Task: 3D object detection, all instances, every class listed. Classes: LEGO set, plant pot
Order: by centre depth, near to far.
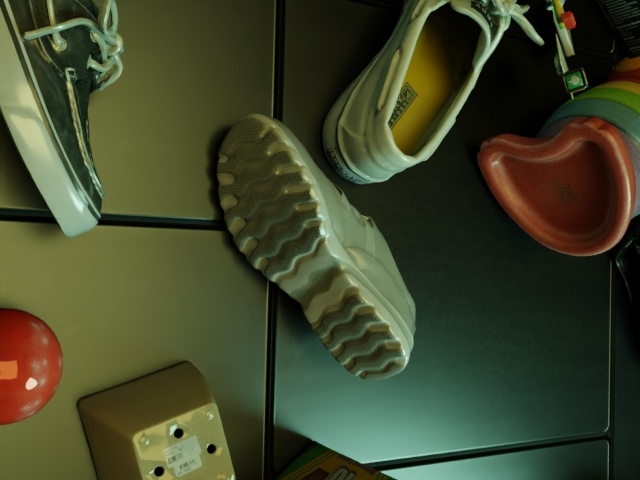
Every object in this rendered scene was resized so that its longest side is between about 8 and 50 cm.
[{"bbox_3d":[-0.131,0.176,0.636,0.109,0.096,0.109,-17,98,-29],"label":"plant pot"},{"bbox_3d":[0.263,-0.260,0.802,0.182,0.060,0.244,58,29,-30],"label":"LEGO set"}]

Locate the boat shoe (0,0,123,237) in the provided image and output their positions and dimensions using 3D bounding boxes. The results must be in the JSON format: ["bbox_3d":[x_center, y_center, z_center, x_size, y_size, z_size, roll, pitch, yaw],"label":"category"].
[{"bbox_3d":[-0.210,-0.159,0.588,0.105,0.113,0.306,-18,89,-14],"label":"boat shoe"}]

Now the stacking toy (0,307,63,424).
[{"bbox_3d":[-0.345,0.088,0.507,0.330,0.141,0.141,10,84,-35],"label":"stacking toy"}]

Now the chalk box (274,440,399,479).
[{"bbox_3d":[-0.020,0.354,0.651,0.289,0.179,0.180,-38,108,-24],"label":"chalk box"}]

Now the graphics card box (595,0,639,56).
[{"bbox_3d":[0.486,-0.344,0.998,0.371,0.094,0.233,48,67,-19],"label":"graphics card box"}]

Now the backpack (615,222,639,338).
[{"bbox_3d":[0.551,0.081,0.973,0.277,0.213,0.263,-13,106,-32],"label":"backpack"}]

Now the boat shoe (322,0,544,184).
[{"bbox_3d":[0.145,-0.219,0.764,0.136,0.156,0.367,43,69,-22],"label":"boat shoe"}]

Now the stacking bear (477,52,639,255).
[{"bbox_3d":[0.351,-0.125,0.888,0.289,0.175,0.164,-40,111,-32],"label":"stacking bear"}]

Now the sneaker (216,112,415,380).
[{"bbox_3d":[0.000,0.000,0.733,0.281,0.105,0.115,59,31,-11],"label":"sneaker"}]
